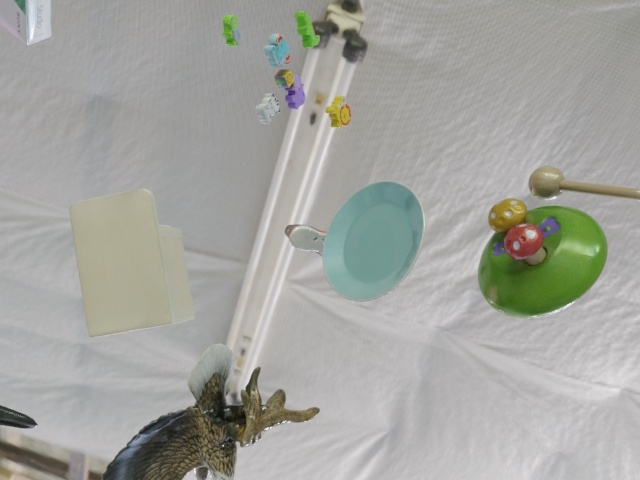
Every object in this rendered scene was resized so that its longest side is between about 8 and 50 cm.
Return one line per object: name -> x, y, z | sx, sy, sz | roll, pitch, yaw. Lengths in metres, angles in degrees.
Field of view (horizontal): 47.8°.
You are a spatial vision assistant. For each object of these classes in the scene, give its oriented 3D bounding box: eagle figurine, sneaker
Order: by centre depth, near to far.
eagle figurine -> -0.186, 0.327, 1.130 | 0.298, 0.225, 0.226 | -30, -55, 31
sneaker -> 0.000, 0.000, 1.386 | 0.158, 0.065, 0.061 | 25, -83, -32

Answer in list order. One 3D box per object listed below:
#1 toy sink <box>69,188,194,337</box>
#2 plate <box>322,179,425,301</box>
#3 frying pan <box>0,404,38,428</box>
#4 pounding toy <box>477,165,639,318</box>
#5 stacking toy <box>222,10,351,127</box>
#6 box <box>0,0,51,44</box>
toy sink -> -0.326, 0.040, 1.266 | 0.153, 0.131, 0.234 | -11, -93, 9
plate -> 0.080, 0.002, 1.058 | 0.188, 0.188, 0.024 | -27, -36, 32
frying pan -> -0.487, 0.156, 0.746 | 0.197, 0.053, 0.326 | -18, -45, 34
pounding toy -> 0.292, -0.019, 0.975 | 0.110, 0.236, 0.183 | 46, -16, -32
stacking toy -> -0.055, -0.282, 1.197 | 0.167, 0.052, 0.221 | 8, -40, 31
box -> -0.562, -0.497, 1.160 | 0.322, 0.058, 0.232 | 36, -42, 11
